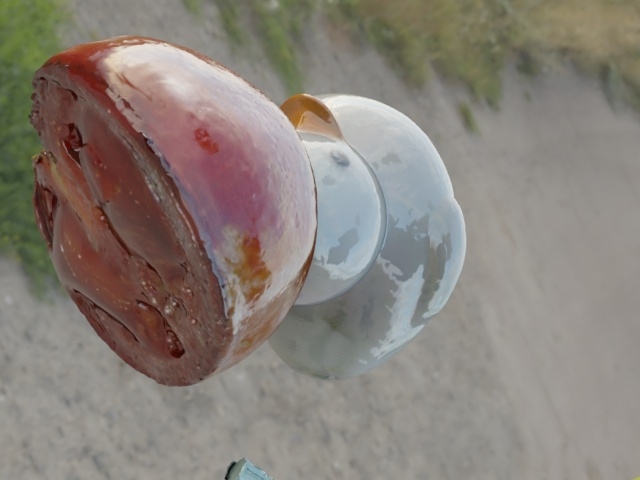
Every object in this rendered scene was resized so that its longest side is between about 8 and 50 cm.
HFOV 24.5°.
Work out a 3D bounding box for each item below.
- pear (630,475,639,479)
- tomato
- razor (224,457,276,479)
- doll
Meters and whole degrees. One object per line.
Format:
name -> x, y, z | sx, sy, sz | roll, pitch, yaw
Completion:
pear -> 0.246, 0.240, 0.939 | 0.198, 0.198, 0.198 | 55, 18, -27
tomato -> -0.080, -0.026, 0.913 | 0.200, 0.140, 0.233 | 53, -28, 13
razor -> 0.034, 0.186, 0.883 | 0.211, 0.036, 0.084 | 27, -2, -16
doll -> 0.000, 0.000, 1.152 | 0.221, 0.221, 0.251 | -79, 171, -65
